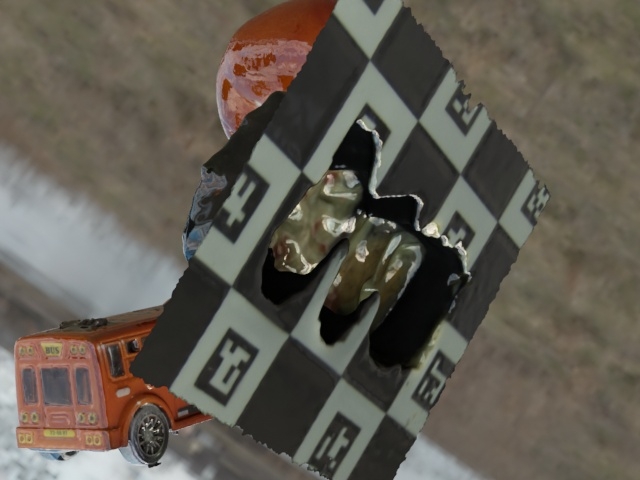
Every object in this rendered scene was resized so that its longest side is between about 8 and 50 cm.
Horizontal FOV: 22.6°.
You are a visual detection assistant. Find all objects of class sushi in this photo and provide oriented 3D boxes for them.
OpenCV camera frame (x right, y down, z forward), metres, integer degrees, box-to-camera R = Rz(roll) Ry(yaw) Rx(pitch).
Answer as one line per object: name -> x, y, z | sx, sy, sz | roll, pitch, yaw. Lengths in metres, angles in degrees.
sushi -> 0.000, 0.000, 1.143 | 0.100, 0.296, 0.373 | 25, 172, 34

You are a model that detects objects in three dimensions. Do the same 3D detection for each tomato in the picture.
tomato -> -0.006, -0.182, 1.945 | 0.260, 0.180, 0.260 | 16, 138, 15

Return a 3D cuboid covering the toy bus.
toy bus -> -0.164, 0.138, 1.679 | 0.143, 0.153, 0.329 | -4, -177, 36
